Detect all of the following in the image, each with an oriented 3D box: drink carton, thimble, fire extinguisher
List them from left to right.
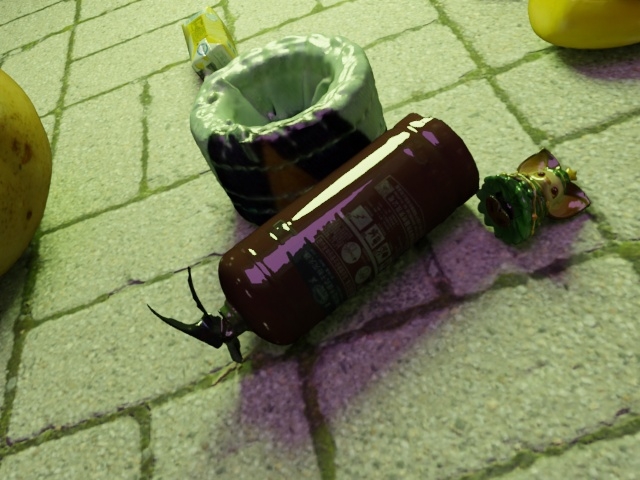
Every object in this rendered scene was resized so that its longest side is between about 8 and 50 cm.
[{"bbox_3d":[-0.172,-0.295,0.983,0.074,0.084,0.200,-30,46,8],"label":"drink carton"},{"bbox_3d":[-0.040,-0.137,0.743,0.237,0.150,0.237,-12,46,13],"label":"thimble"},{"bbox_3d":[0.000,0.000,0.617,0.337,0.135,0.114,-39,32,-13],"label":"fire extinguisher"}]

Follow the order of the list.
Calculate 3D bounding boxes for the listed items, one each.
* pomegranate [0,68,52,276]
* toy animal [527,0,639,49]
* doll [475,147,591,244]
[{"bbox_3d":[-0.553,-0.086,0.739,0.416,0.417,0.417,-11,47,12],"label":"pomegranate"},{"bbox_3d":[0.397,-0.417,0.755,0.277,0.247,0.345,-1,50,18],"label":"toy animal"},{"bbox_3d":[0.214,-0.041,0.635,0.113,0.077,0.078,-18,66,-36],"label":"doll"}]
